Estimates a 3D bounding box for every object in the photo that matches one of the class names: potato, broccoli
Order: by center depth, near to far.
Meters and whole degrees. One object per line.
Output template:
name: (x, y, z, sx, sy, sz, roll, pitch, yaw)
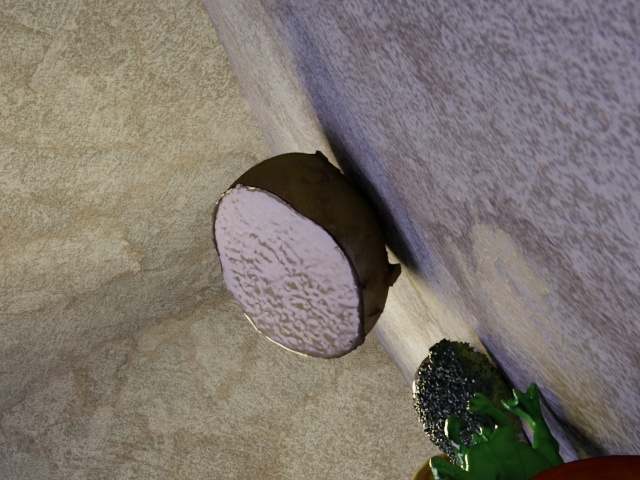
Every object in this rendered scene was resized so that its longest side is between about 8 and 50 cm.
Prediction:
broccoli: (0.266, 0.304, 1.325, 0.176, 0.198, 0.226, 23, -130, -32)
potato: (0.000, 0.000, 1.613, 0.385, 0.319, 0.442, 1, 123, 36)

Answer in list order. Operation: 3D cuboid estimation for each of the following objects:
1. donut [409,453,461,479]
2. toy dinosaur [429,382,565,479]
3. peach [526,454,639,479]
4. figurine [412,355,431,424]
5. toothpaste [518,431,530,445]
donut: (0.351, 0.699, 1.649, 0.198, 0.449, 0.449, -34, 86, 46)
toy dinosaur: (0.335, 0.401, 0.993, 0.500, 0.144, 0.374, 47, -161, -5)
peach: (0.248, 0.372, 0.579, 0.388, 0.388, 0.388, 58, 176, 7)
figurine: (0.274, 0.331, 1.541, 0.142, 0.189, 0.263, 17, 155, 24)
toothpaste: (0.403, 0.412, 1.422, 0.190, 0.031, 0.048, 57, 174, -20)
